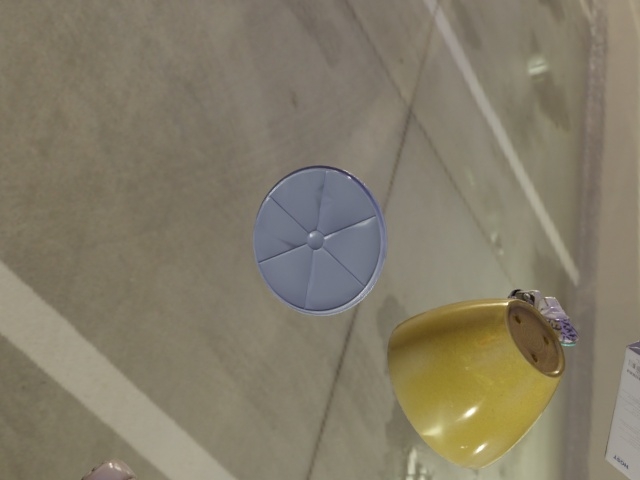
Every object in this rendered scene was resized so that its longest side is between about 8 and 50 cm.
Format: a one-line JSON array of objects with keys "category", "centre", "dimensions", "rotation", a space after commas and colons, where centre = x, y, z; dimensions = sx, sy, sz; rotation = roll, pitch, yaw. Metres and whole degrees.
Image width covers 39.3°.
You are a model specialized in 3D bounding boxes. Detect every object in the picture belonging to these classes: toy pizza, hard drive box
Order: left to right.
[{"category": "toy pizza", "centre": [0.000, 0.000, 1.202], "dimensions": [0.032, 0.201, 0.201], "rotation": [-1, 80, -63]}, {"category": "hard drive box", "centre": [0.551, 0.289, 1.386], "dimensions": [0.089, 0.181, 0.232], "rotation": [-15, 122, -27]}]

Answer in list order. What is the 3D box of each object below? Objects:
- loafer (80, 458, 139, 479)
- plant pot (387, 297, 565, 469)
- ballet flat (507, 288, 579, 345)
[{"category": "loafer", "centre": [-0.130, 0.258, 0.631], "dimensions": [0.102, 0.092, 0.268], "rotation": [-42, 152, -30]}, {"category": "plant pot", "centre": [0.134, 0.098, 0.705], "dimensions": [0.134, 0.095, 0.134], "rotation": [30, 39, -28]}, {"category": "ballet flat", "centre": [0.223, 0.073, 0.911], "dimensions": [0.041, 0.041, 0.114], "rotation": [66, -12, -19]}]
